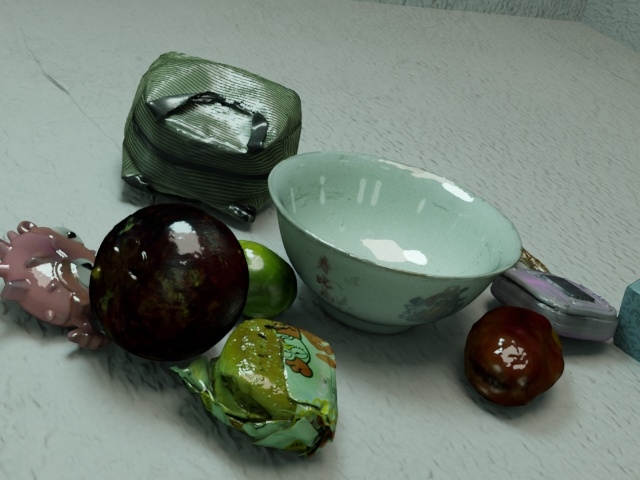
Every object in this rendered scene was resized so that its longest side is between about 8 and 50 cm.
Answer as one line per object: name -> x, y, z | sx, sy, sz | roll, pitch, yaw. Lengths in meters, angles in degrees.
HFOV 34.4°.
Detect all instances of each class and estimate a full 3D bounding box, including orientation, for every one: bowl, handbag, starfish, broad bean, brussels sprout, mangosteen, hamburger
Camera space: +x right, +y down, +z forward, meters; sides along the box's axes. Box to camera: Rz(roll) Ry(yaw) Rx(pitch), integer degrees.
bowl -> 0.102, 0.029, 1.730 | 0.434, 0.196, 0.435 | 12, 27, -6
handbag -> -0.213, -0.192, 1.960 | 0.340, 0.247, 0.240 | 19, 28, -3
starfish -> 0.366, 0.017, 2.014 | 0.238, 0.057, 0.213 | 23, 13, 23
broad bean -> 0.310, 0.175, 1.633 | 0.156, 0.122, 0.228 | 20, 30, 21
brussels sprout -> -0.110, 0.063, 1.654 | 0.155, 0.117, 0.155 | 18, -4, 1
mangosteen -> -0.200, 0.066, 1.503 | 0.231, 0.231, 0.289 | 26, 0, 24
hamburger -> -0.083, 0.191, 1.405 | 0.235, 0.125, 0.214 | 27, 16, -5

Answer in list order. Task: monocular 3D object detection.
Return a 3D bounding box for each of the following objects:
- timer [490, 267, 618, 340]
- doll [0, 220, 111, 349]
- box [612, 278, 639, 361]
timer -> 0.415, 0.109, 1.834 | 0.190, 0.069, 0.208 | 9, 16, -30
doll -> -0.390, 0.062, 1.544 | 0.211, 0.093, 0.262 | 5, 38, -42
box -> 0.627, 0.154, 1.790 | 0.130, 0.162, 0.227 | -20, 41, -32
